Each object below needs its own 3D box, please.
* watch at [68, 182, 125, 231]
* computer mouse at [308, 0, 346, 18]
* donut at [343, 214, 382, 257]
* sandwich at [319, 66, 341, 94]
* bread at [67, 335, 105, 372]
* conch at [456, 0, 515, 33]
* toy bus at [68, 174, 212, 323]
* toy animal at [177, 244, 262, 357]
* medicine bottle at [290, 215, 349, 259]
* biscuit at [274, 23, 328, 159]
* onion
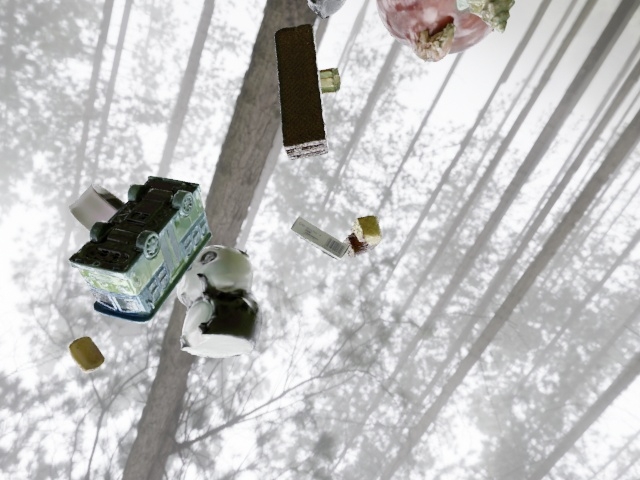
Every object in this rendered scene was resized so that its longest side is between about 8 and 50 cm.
[{"bbox_3d":[-0.677,-0.053,1.612,0.231,0.196,0.244,41,178,-6],"label":"watch"},{"bbox_3d":[0.026,-0.530,1.069,0.074,0.121,0.217,29,-164,-9],"label":"computer mouse"},{"bbox_3d":[0.170,-0.013,1.929,0.141,0.217,0.085,-15,-114,-17],"label":"donut"},{"bbox_3d":[-0.023,-0.515,1.657,0.164,0.079,0.113,-5,-160,15],"label":"sandwich"},{"bbox_3d":[-0.726,0.355,1.562,0.115,0.056,0.082,49,-142,2],"label":"bread"},{"bbox_3d":[0.247,-0.438,0.830,0.137,0.114,0.233,-25,-104,-48],"label":"conch"},{"bbox_3d":[-0.387,0.009,1.136,0.152,0.190,0.312,11,-136,14],"label":"toy bus"},{"bbox_3d":[-0.290,0.165,1.459,0.251,0.251,0.309,11,-122,-26],"label":"toy animal"},{"bbox_3d":[0.000,0.000,1.472,0.171,0.052,0.201,31,178,4],"label":"medicine bottle"},{"bbox_3d":[-0.051,-0.390,1.306,0.108,0.073,0.387,-9,-112,6],"label":"biscuit"},{"bbox_3d":[0.329,-0.647,1.347,0.354,0.353,0.353,20,-154,-10],"label":"onion"}]
